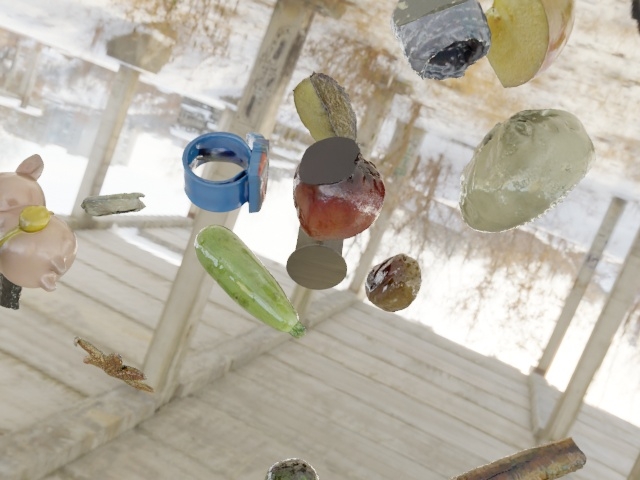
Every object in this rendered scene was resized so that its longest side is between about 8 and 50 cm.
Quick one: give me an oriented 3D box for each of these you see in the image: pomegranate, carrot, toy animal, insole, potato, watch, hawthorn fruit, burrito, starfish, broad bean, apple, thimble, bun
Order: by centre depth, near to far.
[{"bbox_3d":[0.195,-0.372,0.968,0.011,0.081,0.247,20,164,-34],"label":"insole"},{"bbox_3d":[0.322,0.401,1.121,0.260,0.070,0.070,-20,-168,-2],"label":"carrot"},{"bbox_3d":[-0.507,-0.019,1.132,0.248,0.165,0.149,52,-166,26],"label":"toy animal"},{"bbox_3d":[0.022,-0.080,1.338,0.189,0.251,0.190,12,-135,-13],"label":"hawthorn fruit"},{"bbox_3d":[-0.058,0.534,1.405,0.125,0.138,0.163,-3,156,10],"label":"pomegranate"},{"bbox_3d":[0.286,-0.486,1.553,0.236,0.205,0.172,2,-115,-63],"label":"thimble"},{"bbox_3d":[-0.495,-0.085,1.585,0.188,0.058,0.045,-4,-152,20],"label":"burrito"},{"bbox_3d":[-0.497,0.311,1.616,0.240,0.043,0.227,42,153,-28],"label":"starfish"},{"bbox_3d":[0.481,-0.168,1.637,0.234,0.362,0.326,47,-138,-8],"label":"bun"},{"bbox_3d":[0.014,-0.355,1.789,0.098,0.243,0.138,-5,-145,36],"label":"potato"},{"bbox_3d":[0.206,0.115,1.814,0.122,0.156,0.228,27,157,-20],"label":"broad bean"},{"bbox_3d":[0.572,-0.605,1.817,0.252,0.314,0.309,20,162,-13],"label":"apple"},{"bbox_3d":[-0.299,-0.249,2.117,0.274,0.241,0.305,2,-129,-6],"label":"watch"}]

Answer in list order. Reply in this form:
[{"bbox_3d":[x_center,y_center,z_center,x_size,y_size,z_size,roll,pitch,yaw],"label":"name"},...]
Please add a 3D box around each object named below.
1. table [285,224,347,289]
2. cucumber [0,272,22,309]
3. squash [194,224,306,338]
[{"bbox_3d":[0.000,0.000,1.866,0.167,0.167,0.227,20,-138,-11],"label":"table"},{"bbox_3d":[-0.632,0.076,1.358,0.053,0.181,0.053,17,-143,-13],"label":"cucumber"},{"bbox_3d":[-0.173,0.098,1.565,0.370,0.118,0.118,46,-161,25],"label":"squash"}]
